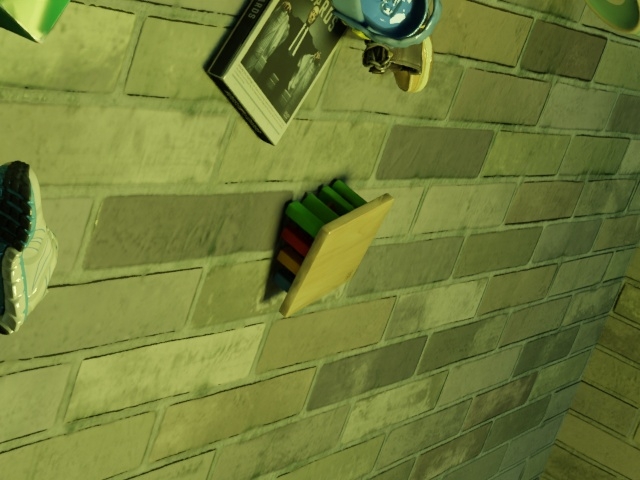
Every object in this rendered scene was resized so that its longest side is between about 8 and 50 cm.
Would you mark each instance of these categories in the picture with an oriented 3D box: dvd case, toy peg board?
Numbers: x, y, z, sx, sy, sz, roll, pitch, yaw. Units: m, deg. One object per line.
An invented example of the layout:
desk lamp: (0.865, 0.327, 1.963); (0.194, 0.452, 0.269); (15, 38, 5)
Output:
dvd case: (-0.030, -0.249, 1.451); (0.238, 0.030, 0.179); (-58, 154, -9)
toy peg board: (0.000, 0.000, 1.700); (0.161, 0.079, 0.160); (-27, 152, -49)

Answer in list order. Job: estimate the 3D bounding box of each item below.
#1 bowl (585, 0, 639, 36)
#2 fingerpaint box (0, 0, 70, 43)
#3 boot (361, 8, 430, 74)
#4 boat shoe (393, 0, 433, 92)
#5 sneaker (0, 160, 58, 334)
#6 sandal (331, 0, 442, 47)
bowl: (0.522, -0.453, 2.009); (0.163, 0.311, 0.311); (-37, 148, -9)
fingerpaint box: (-0.193, -0.374, 0.665); (0.444, 0.371, 0.163); (-59, 151, -10)
boot: (0.084, -0.312, 1.465); (0.263, 0.091, 0.228); (7, 92, -62)
boat shoe: (0.102, -0.278, 1.636); (0.072, 0.068, 0.190); (-27, 126, -31)
sneaker: (-0.286, -0.004, 1.184); (0.083, 0.071, 0.190); (-42, 155, -48)
sandal: (0.018, -0.295, 1.290); (0.317, 0.138, 0.126); (22, 104, -36)
